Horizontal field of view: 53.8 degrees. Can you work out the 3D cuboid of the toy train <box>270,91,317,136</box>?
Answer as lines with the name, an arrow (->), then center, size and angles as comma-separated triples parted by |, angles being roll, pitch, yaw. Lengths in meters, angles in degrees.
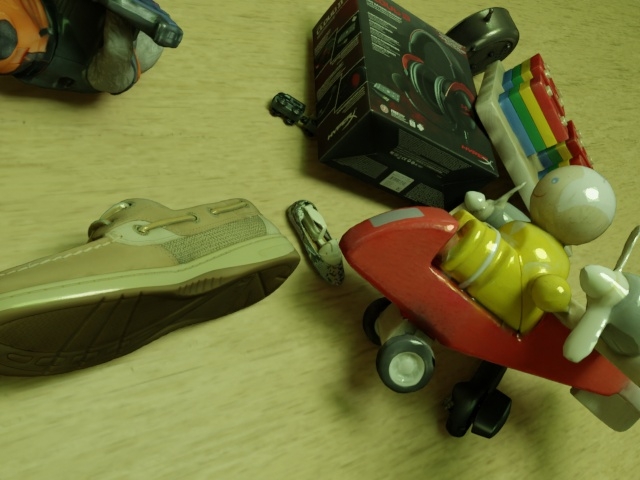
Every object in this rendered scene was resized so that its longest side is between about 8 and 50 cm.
toy train -> 0.004, -0.148, 0.845 | 0.158, 0.027, 0.036 | 31, 42, -18

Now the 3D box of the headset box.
headset box -> 0.107, -0.207, 0.869 | 0.218, 0.110, 0.293 | 21, 49, -29

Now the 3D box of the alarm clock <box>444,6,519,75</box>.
alarm clock -> 0.274, -0.324, 1.065 | 0.192, 0.129, 0.064 | -7, 70, -59

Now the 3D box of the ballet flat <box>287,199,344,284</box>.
ballet flat -> 0.000, 0.000, 0.752 | 0.041, 0.041, 0.114 | -25, 82, -41

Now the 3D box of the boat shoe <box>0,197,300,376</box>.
boat shoe -> -0.165, 0.026, 0.573 | 0.341, 0.121, 0.110 | -11, 60, -54

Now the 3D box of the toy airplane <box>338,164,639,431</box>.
toy airplane -> 0.261, 0.058, 0.688 | 0.386, 0.272, 0.384 | 28, 15, 37

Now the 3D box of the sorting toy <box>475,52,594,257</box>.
sorting toy -> 0.338, -0.143, 0.943 | 0.255, 0.089, 0.257 | 57, 29, -15

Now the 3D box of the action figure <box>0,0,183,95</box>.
action figure -> -0.311, -0.230, 0.625 | 0.330, 0.178, 0.341 | -6, 42, -44

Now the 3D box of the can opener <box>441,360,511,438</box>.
can opener -> 0.207, 0.181, 0.790 | 0.073, 0.059, 0.186 | 30, 36, 16
